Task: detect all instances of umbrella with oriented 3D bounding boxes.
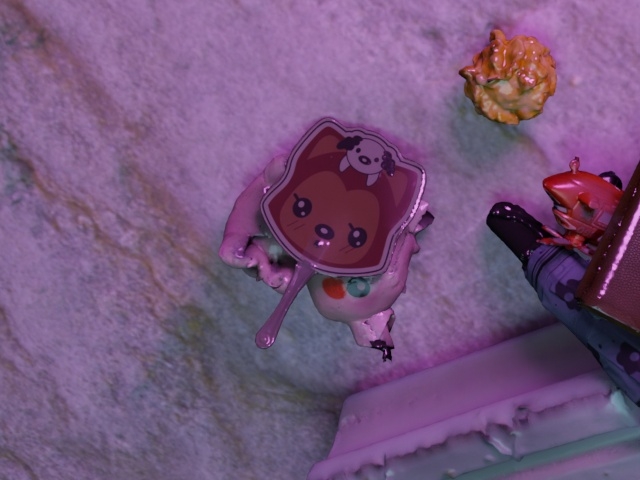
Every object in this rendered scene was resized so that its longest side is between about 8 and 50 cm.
[{"bbox_3d":[0.231,0.057,1.646,0.250,0.052,0.053,48,146,30],"label":"umbrella"}]

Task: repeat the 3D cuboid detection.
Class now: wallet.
[{"bbox_3d":[0.300,-0.013,1.579,0.110,0.198,0.031,27,172,-11],"label":"wallet"}]

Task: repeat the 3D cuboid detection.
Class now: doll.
[{"bbox_3d":[0.005,0.008,1.718,0.192,0.149,0.095,23,171,7],"label":"doll"}]

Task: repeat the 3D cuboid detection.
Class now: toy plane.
[{"bbox_3d":[0.273,-0.006,1.642,0.194,0.126,0.077,28,103,-7],"label":"toy plane"}]

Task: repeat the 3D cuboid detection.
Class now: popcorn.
[{"bbox_3d":[0.158,-0.137,1.589,0.083,0.057,0.082,13,138,1],"label":"popcorn"}]

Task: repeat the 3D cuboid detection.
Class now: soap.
[{"bbox_3d":[0.172,0.243,1.836,0.446,0.156,0.261,-23,120,30],"label":"soap"}]

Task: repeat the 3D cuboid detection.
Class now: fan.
[{"bbox_3d":[0.000,0.000,1.668,0.132,0.220,0.009,27,173,12],"label":"fan"}]
